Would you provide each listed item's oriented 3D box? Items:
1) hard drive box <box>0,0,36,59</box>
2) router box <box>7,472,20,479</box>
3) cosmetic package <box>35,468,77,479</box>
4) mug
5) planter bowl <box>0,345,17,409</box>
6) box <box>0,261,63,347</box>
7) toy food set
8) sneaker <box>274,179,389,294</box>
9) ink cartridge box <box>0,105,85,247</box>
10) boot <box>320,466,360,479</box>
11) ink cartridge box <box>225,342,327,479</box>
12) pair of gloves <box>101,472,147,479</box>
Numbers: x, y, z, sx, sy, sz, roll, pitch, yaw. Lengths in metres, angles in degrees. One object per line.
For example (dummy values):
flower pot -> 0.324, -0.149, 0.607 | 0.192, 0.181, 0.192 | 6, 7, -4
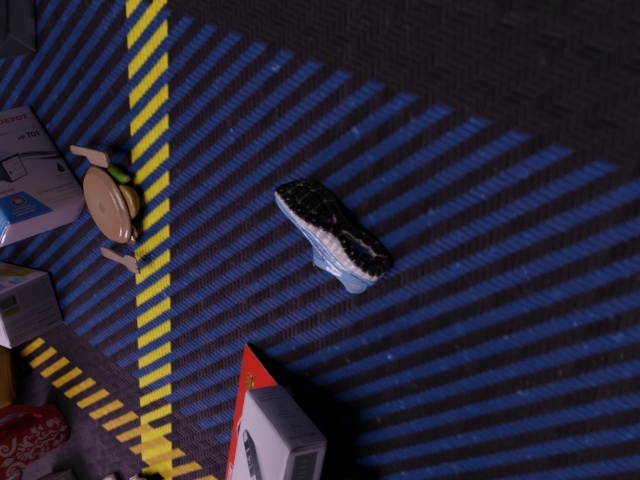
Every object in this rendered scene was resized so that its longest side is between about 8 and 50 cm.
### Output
hard drive box -> -0.534, -0.400, 1.216 | 0.232, 0.089, 0.181 | 32, 128, 30
router box -> -0.885, 0.542, 2.004 | 0.335, 0.082, 0.301 | 46, 134, 19
cosmetic package -> -0.536, 0.609, 1.684 | 0.127, 0.107, 0.238 | -26, 87, 44
mug -> -0.585, 0.389, 1.579 | 0.113, 0.169, 0.150 | 53, 135, 13
planter bowl -> -0.673, 0.279, 1.645 | 0.217, 0.090, 0.217 | 172, 90, -74
box -> -0.587, 0.114, 1.490 | 0.203, 0.114, 0.103 | 6, 115, 42
toy food set -> -0.309, -0.054, 1.206 | 0.132, 0.038, 0.192 | 19, 127, 46
sneaker -> 0.000, 0.000, 0.908 | 0.162, 0.063, 0.073 | 48, 138, 17
ink cartridge box -> -0.482, -0.104, 1.267 | 0.191, 0.139, 0.082 | 56, 138, 9
boot -> 0.018, 0.398, 1.078 | 0.161, 0.083, 0.246 | 57, 144, 1
ink cartridge box -> -0.090, 0.310, 1.059 | 0.239, 0.060, 0.275 | 39, 125, 51
pair of gloves -> -0.329, 0.527, 1.490 | 0.240, 0.042, 0.204 | -24, 92, 48
